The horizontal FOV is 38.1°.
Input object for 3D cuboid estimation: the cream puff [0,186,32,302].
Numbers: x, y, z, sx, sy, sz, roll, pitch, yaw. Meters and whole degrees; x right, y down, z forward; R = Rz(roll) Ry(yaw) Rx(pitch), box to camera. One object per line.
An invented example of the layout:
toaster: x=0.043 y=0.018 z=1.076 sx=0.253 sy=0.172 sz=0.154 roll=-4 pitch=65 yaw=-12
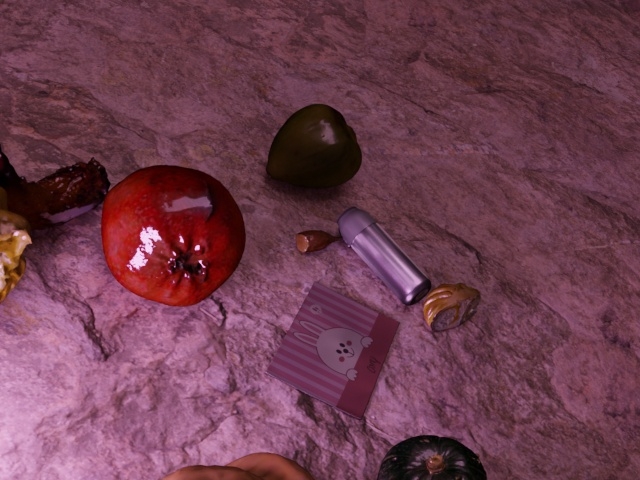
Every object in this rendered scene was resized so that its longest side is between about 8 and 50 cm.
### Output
cream puff: x=-0.651 y=0.023 z=1.477 sx=0.274 sy=0.270 sz=0.323 roll=47 pitch=32 yaw=1

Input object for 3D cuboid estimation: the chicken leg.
chicken leg: x=-0.513 y=-0.089 z=1.716 sx=0.096 sy=0.158 sz=0.407 roll=39 pitch=8 yaw=16

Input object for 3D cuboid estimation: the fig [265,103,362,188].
fig: x=-0.022 y=-0.206 z=2.164 sx=0.225 sy=0.203 sz=0.203 roll=-28 pitch=50 yaw=2

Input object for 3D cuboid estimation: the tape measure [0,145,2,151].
tape measure: x=-0.671 y=-0.121 z=1.713 sx=0.182 sy=0.181 sz=0.107 roll=6 pitch=35 yaw=18

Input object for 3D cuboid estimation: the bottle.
bottle: x=0.132 y=0.035 z=2.015 sx=0.079 sy=0.096 sz=0.253 roll=-20 pitch=60 yaw=-43

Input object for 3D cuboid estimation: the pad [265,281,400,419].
pad: x=0.031 y=0.207 z=1.822 sx=0.202 sy=0.005 sz=0.299 roll=26 pitch=38 yaw=4

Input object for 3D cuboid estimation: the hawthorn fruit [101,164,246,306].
hawthorn fruit: x=-0.289 y=-0.028 z=1.747 sx=0.265 sy=0.265 sz=0.307 roll=-3 pitch=34 yaw=-30

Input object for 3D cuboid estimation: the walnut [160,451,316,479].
walnut: x=-0.116 y=0.472 z=1.193 sx=0.384 sy=0.383 sz=0.383 roll=14 pitch=39 yaw=-12

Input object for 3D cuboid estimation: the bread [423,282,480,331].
bread: x=0.279 y=0.132 z=1.987 sx=0.157 sy=0.083 sz=0.094 roll=-5 pitch=34 yaw=-30

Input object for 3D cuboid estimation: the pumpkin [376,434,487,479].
pumpkin: x=0.187 y=0.411 z=1.546 sx=0.190 sy=0.146 sz=0.190 roll=16 pitch=38 yaw=-13

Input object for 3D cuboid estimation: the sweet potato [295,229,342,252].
sweet potato: x=0.000 y=0.000 z=2.020 sx=0.117 sy=0.049 sz=0.049 roll=-4 pitch=45 yaw=-36
